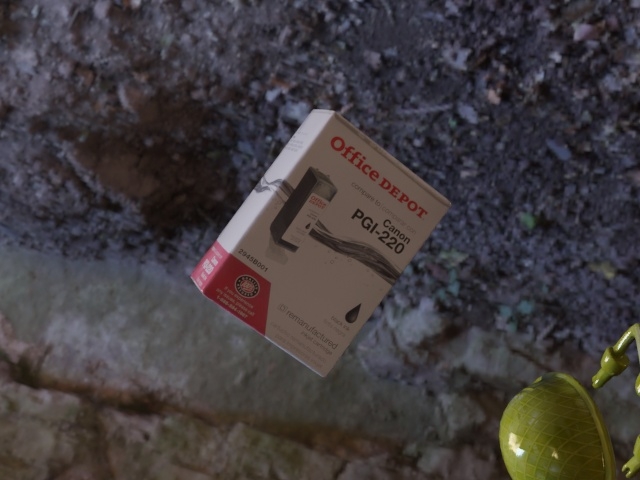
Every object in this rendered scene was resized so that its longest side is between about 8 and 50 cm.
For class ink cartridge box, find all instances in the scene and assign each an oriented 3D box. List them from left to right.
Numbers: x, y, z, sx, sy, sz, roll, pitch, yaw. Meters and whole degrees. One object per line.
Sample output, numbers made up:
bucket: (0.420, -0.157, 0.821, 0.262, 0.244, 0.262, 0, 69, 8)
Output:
ink cartridge box: (0.000, 0.000, 0.919, 0.158, 0.218, 0.092, 37, 177, -16)

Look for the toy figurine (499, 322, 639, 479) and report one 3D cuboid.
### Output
toy figurine: (0.135, 0.238, 0.607, 0.217, 0.362, 0.191, 1, 147, -18)
